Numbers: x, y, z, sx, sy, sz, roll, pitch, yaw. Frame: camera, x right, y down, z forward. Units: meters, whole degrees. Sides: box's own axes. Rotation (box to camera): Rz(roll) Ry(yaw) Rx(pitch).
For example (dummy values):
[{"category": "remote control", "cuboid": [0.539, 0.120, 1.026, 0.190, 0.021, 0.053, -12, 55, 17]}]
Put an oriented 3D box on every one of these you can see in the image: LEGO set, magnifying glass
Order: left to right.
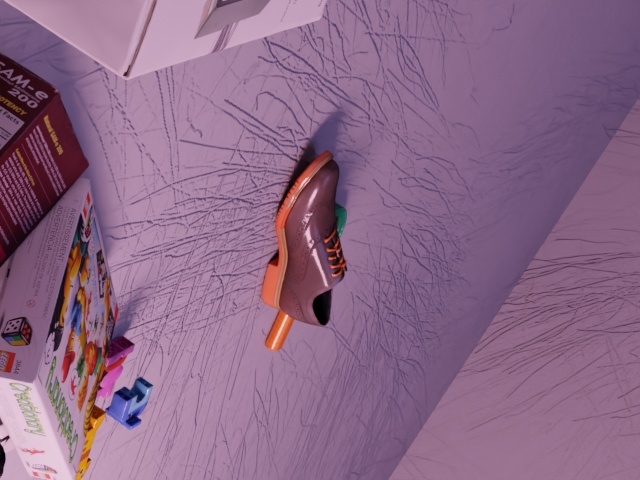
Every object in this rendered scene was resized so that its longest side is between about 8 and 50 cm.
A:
[{"category": "LEGO set", "cuboid": [-0.261, 0.200, 1.725, 0.227, 0.087, 0.093, -30, 147, -53]}, {"category": "magnifying glass", "cuboid": [-0.024, 0.050, 2.204, 0.092, 0.026, 0.231, -22, 139, -61]}]

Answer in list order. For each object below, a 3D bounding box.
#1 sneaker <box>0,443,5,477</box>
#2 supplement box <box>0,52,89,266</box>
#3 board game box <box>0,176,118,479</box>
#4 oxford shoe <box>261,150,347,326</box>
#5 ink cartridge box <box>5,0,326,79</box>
[{"category": "sneaker", "cuboid": [-0.325, 0.157, 1.485, 0.130, 0.087, 0.227, -49, 156, -6]}, {"category": "supplement box", "cuboid": [-0.297, -0.021, 1.295, 0.239, 0.073, 0.130, -51, 161, -19]}, {"category": "board game box", "cuboid": [-0.244, 0.089, 1.482, 0.305, 0.053, 0.193, 94, 7, -66]}, {"category": "oxford shoe", "cuboid": [0.000, 0.000, 2.057, 0.097, 0.098, 0.271, -43, 157, -38]}, {"category": "ink cartridge box", "cuboid": [-0.125, -0.236, 1.196, 0.273, 0.198, 0.115, -28, 147, -56]}]
